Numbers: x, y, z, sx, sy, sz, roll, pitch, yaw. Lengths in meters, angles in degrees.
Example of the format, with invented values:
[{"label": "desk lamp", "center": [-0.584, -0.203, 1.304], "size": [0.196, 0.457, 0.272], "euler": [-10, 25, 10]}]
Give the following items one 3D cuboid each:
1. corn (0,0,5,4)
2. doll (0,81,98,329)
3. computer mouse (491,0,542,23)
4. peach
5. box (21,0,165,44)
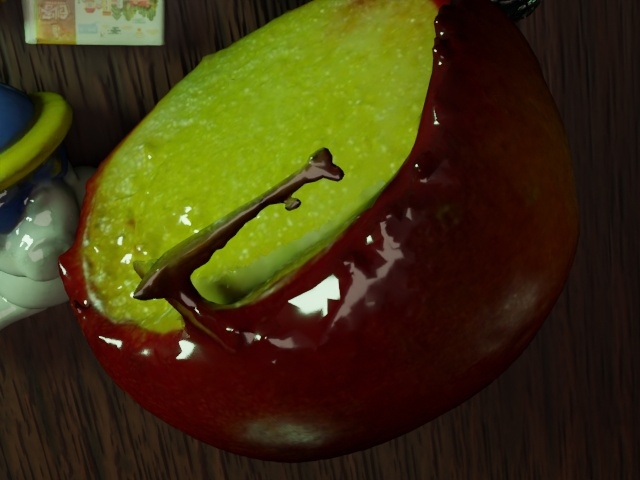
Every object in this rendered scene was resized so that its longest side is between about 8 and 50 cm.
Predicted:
[{"label": "corn", "center": [-0.368, -0.296, 0.815], "size": [0.119, 0.119, 0.322], "euler": [-38, 113, 5]}, {"label": "doll", "center": [-0.234, -0.041, 0.921], "size": [0.311, 0.159, 0.242], "euler": [-28, 111, -11]}, {"label": "computer mouse", "center": [0.168, -0.271, 0.954], "size": [0.146, 0.077, 0.241], "euler": [24, 104, -21]}, {"label": "peach", "center": [0.019, 0.002, 0.850], "size": [0.406, 0.335, 0.310], "euler": [-41, 126, -5]}, {"label": "box", "center": [-0.192, -0.277, 0.902], "size": [0.122, 0.032, 0.220], "euler": [-2, 111, -13]}]
